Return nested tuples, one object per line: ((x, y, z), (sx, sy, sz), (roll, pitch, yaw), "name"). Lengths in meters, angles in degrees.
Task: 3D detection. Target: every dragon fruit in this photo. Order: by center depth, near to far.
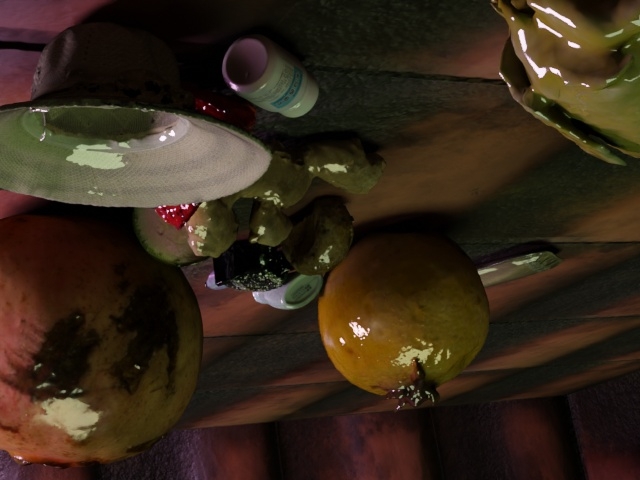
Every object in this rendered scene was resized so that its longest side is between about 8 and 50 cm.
((-0.117, -0.100, 1.028), (0.083, 0.106, 0.162), (-53, 180, -38), "dragon fruit")

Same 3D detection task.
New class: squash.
((-0.149, -0.024, 1.269), (0.105, 0.105, 0.132), (-8, -179, -7), "squash")

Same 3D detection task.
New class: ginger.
((-0.043, -0.049, 1.197), (0.259, 0.065, 0.149), (-5, 131, -44), "ginger")

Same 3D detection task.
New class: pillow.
((0.265, 0.052, 1.833), (0.218, 0.033, 0.130), (-17, 163, 22), "pillow")

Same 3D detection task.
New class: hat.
((-0.161, -0.109, 0.904), (0.252, 0.109, 0.252), (-1, 166, 0), "hat")

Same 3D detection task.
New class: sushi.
((-0.082, 0.035, 1.514), (0.085, 0.056, 0.083), (-18, 150, 18), "sushi")

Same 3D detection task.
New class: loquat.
((0.111, 0.104, 1.564), (0.244, 0.243, 0.244), (-9, 164, -3), "loquat")

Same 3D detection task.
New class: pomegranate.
((-0.283, 0.109, 1.290), (0.322, 0.322, 0.322), (-9, 164, -3), "pomegranate")

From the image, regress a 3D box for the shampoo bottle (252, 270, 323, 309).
((-0.052, 0.068, 1.619), (0.069, 0.041, 0.191), (-44, -170, -15), "shampoo bottle")

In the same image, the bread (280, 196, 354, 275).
((0.000, 0.000, 1.423), (0.060, 0.082, 0.113), (-1, 165, -36), "bread")

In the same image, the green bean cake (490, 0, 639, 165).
((0.201, -0.201, 0.494), (0.310, 0.285, 0.202), (-21, 156, 31), "green bean cake")

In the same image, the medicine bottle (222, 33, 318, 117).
((-0.040, -0.135, 0.983), (0.052, 0.052, 0.089), (-17, 163, 23), "medicine bottle")

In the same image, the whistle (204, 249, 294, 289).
((-0.073, 0.034, 1.579), (0.177, 0.033, 0.033), (-16, 163, 17), "whistle")
